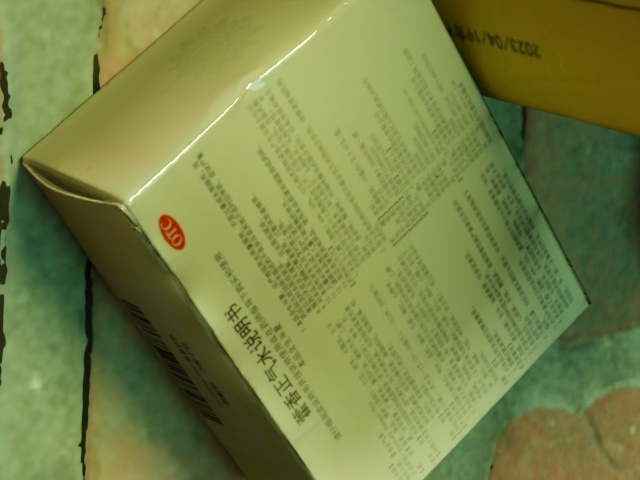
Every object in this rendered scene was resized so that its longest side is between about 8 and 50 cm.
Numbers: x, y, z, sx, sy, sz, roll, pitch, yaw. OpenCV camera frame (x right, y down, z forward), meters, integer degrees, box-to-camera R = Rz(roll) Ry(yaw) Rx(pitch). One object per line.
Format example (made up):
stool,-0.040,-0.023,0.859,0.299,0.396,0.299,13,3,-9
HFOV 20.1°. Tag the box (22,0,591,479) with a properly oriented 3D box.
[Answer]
box,0.000,0.000,0.791,0.168,0.095,0.212,-45,124,-20

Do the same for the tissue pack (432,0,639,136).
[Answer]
tissue pack,0.186,-0.190,0.694,0.228,0.382,0.293,-21,116,-29
